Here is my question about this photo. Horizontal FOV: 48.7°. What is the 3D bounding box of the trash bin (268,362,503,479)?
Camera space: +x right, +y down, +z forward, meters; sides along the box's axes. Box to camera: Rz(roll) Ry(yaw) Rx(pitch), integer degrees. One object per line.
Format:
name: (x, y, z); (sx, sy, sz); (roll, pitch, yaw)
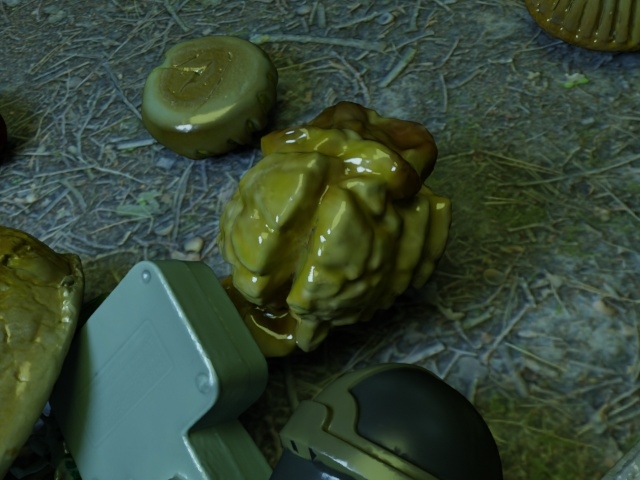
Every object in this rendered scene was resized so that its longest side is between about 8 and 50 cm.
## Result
trash bin: (0.031, 0.260, 0.597); (0.214, 0.214, 0.333); (23, 67, 26)

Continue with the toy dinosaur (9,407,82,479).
toy dinosaur: (-0.267, 0.239, 0.777); (0.187, 0.044, 0.106); (39, 47, 9)

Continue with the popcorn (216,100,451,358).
popcorn: (0.000, 0.000, 0.768); (0.332, 0.265, 0.225); (-45, 82, 9)

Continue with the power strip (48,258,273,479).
power strip: (-0.163, 0.179, 0.692); (0.229, 0.141, 0.261); (-45, 66, 25)

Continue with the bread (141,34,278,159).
bread: (-0.156, -0.207, 1.029); (0.214, 0.104, 0.213); (-5, 52, 7)

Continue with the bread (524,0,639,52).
bread: (0.402, -0.366, 0.986); (0.240, 0.139, 0.239); (-7, 51, 9)

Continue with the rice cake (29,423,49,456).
rice cake: (-0.277, 0.174, 0.837); (0.042, 0.030, 0.180); (29, 65, 9)

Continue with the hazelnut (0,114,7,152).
hazelnut: (-0.585, -0.168, 1.079); (0.204, 0.178, 0.177); (-5, 55, 4)

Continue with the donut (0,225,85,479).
donut: (-0.397, 0.133, 0.769); (0.330, 0.160, 0.329); (-39, 34, 32)

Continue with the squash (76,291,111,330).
squash: (-0.299, 0.095, 0.903); (0.089, 0.027, 0.027); (-31, 55, -4)

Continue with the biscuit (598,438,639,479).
biscuit: (0.235, 0.259, 0.609); (0.239, 0.108, 0.062); (-39, 58, -14)
